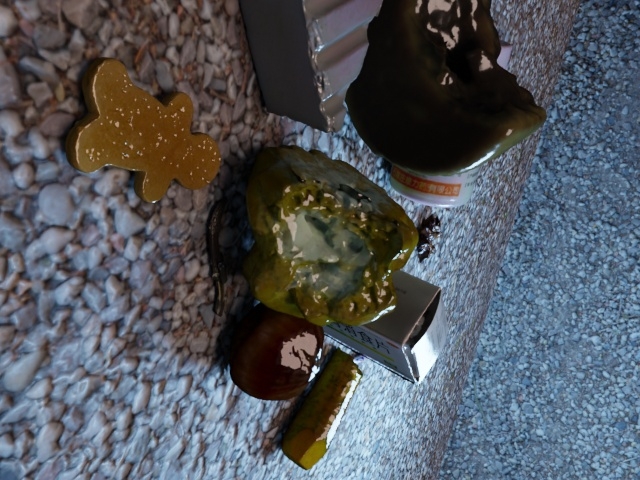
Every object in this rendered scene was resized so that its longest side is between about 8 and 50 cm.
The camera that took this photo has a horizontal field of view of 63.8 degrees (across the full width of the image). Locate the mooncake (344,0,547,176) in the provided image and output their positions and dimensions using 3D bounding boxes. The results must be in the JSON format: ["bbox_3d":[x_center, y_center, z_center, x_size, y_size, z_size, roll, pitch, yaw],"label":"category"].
[{"bbox_3d":[0.241,-0.336,0.987,0.246,0.393,0.394,-21,125,-50],"label":"mooncake"}]

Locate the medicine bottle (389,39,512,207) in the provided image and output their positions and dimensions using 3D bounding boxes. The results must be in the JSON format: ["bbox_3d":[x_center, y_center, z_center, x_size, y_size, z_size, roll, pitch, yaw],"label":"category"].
[{"bbox_3d":[0.309,-0.294,1.249,0.219,0.219,0.389,-28,136,-49],"label":"medicine bottle"}]

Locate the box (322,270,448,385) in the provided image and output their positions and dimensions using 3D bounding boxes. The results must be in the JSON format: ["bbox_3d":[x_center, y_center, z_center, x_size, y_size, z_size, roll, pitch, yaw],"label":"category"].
[{"bbox_3d":[0.088,0.135,1.046,0.145,0.332,0.173,-53,145,-21],"label":"box"}]

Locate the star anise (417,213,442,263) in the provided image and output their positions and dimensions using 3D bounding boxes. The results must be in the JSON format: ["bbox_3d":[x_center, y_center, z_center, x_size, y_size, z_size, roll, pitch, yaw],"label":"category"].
[{"bbox_3d":[0.350,-0.007,1.667,0.168,0.057,0.168,-50,152,-41],"label":"star anise"}]

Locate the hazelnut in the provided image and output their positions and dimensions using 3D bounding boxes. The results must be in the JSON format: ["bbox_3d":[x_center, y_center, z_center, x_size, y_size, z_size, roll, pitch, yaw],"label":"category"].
[{"bbox_3d":[-0.080,0.203,0.975,0.204,0.177,0.178,-63,148,-15],"label":"hazelnut"}]

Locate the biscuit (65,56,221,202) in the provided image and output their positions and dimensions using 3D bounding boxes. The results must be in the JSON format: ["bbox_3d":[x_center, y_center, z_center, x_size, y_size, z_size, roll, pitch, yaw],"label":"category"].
[{"bbox_3d":[-0.226,-0.133,0.693,0.240,0.035,0.158,24,87,-59],"label":"biscuit"}]

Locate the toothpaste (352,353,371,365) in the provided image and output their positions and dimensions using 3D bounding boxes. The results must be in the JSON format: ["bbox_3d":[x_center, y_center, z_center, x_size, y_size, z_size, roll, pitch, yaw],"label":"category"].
[{"bbox_3d":[0.112,0.349,1.497,0.169,0.028,0.045,-4,116,-55],"label":"toothpaste"}]

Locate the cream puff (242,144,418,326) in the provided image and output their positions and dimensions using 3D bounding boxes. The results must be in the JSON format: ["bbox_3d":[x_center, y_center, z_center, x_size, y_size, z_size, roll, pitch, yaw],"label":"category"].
[{"bbox_3d":[-0.006,-0.006,0.917,0.270,0.323,0.274,-56,-172,26],"label":"cream puff"}]

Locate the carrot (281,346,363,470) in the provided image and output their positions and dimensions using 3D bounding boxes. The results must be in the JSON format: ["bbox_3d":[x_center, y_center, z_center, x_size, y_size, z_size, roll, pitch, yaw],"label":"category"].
[{"bbox_3d":[0.013,0.419,1.297,0.302,0.114,0.114,-56,146,-27],"label":"carrot"}]

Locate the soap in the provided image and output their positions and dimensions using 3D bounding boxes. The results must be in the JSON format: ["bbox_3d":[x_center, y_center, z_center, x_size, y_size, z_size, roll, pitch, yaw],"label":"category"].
[{"bbox_3d":[0.022,-0.360,0.850,0.302,0.158,0.258,-44,136,-35],"label":"soap"}]

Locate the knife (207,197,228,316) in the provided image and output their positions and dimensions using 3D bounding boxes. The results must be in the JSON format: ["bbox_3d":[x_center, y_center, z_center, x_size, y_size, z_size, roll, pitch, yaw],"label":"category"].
[{"bbox_3d":[-0.175,0.037,0.878,0.045,0.021,0.222,-25,126,-54],"label":"knife"}]
